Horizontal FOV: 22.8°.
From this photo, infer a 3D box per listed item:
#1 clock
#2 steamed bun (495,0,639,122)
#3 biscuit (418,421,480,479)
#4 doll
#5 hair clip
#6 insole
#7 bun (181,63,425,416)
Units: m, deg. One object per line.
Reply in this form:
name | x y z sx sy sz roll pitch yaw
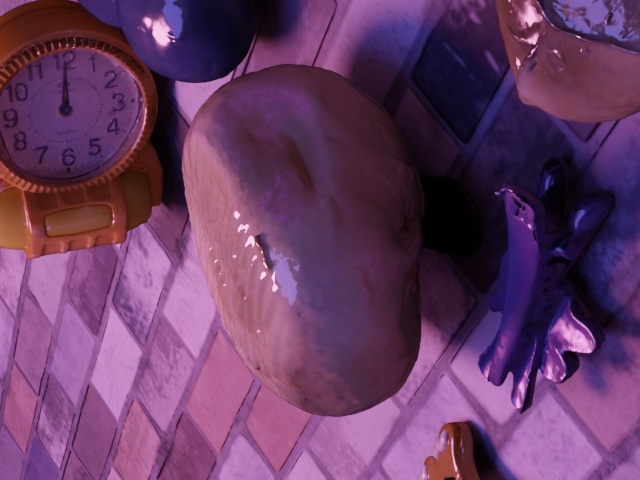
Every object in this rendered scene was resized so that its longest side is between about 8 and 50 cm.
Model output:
clock | -0.327 -0.146 1.973 0.200 0.244 0.317 -125 29 -46
steamed bun | 0.194 -0.190 1.217 0.231 0.110 0.212 -21 95 59
biscuit | 0.157 0.313 1.685 0.158 0.035 0.240 100 157 -48
doll | -0.164 -0.279 1.704 0.258 0.154 0.228 30 134 35
hair clip | 0.202 0.042 1.429 0.137 0.090 0.278 42 150 32
insole | 0.052 -0.048 1.668 0.348 0.009 0.119 16 129 53
bun | 0.000 0.000 1.570 0.361 0.213 0.361 161 90 -76
